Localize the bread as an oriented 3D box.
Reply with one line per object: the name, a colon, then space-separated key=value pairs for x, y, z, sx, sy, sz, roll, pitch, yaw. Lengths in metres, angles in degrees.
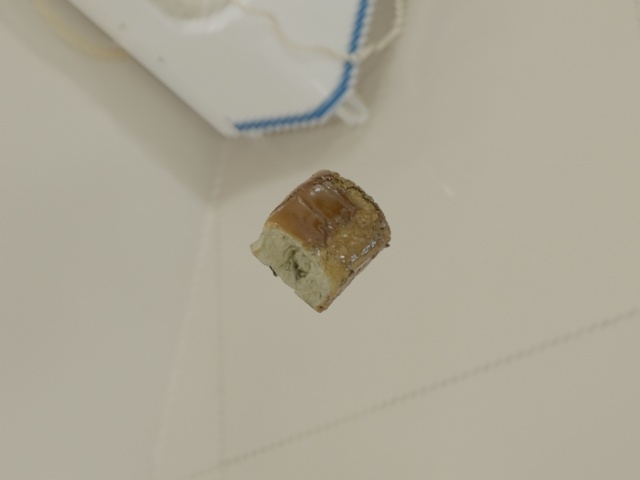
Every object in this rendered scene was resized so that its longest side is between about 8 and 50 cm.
bread: x=0.000 y=0.000 z=1.356 sx=0.070 sy=0.083 sz=0.077 roll=-44 pitch=-7 yaw=-40
